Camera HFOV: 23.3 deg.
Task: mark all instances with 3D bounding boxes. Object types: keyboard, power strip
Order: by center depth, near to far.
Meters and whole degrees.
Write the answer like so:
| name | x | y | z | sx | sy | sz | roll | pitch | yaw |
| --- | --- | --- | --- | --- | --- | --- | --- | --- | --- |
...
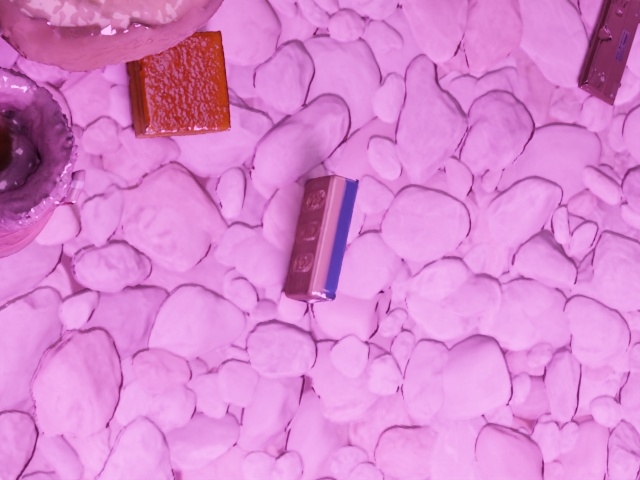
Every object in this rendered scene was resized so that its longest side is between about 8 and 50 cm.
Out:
| name | x | y | z | sx | sy | sz | roll | pitch | yaw |
| --- | --- | --- | --- | --- | --- | --- | --- | --- | --- |
| power strip | 0.000 | 0.000 | 1.471 | 0.032 | 0.056 | 0.123 | 16 | 80 | -25 |
| keyboard | 0.313 | -0.212 | 1.665 | 0.049 | 0.015 | 0.129 | 26 | 75 | -27 |

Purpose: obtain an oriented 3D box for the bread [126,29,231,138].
| name | x | y | z | sx | sy | sz | roll | pitch | yaw |
| --- | --- | --- | --- | --- | --- | --- | --- | --- | --- |
| bread | -0.130 | -0.144 | 1.431 | 0.090 | 0.035 | 0.094 | -5 | 88 | -27 |

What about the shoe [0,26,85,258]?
| name | x | y | z | sx | sy | sz | roll | pitch | yaw |
| --- | --- | --- | --- | --- | --- | --- | --- | --- | --- |
| shoe | -0.345 | -0.114 | 1.235 | 0.351 | 0.198 | 0.172 | 24 | 74 | -23 |

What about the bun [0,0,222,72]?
| name | x | y | z | sx | sy | sz | roll | pitch | yaw |
| --- | --- | --- | --- | --- | --- | --- | --- | --- | --- |
| bun | -0.198 | -0.266 | 1.345 | 0.259 | 0.152 | 0.259 | 5 | 74 | -17 |
